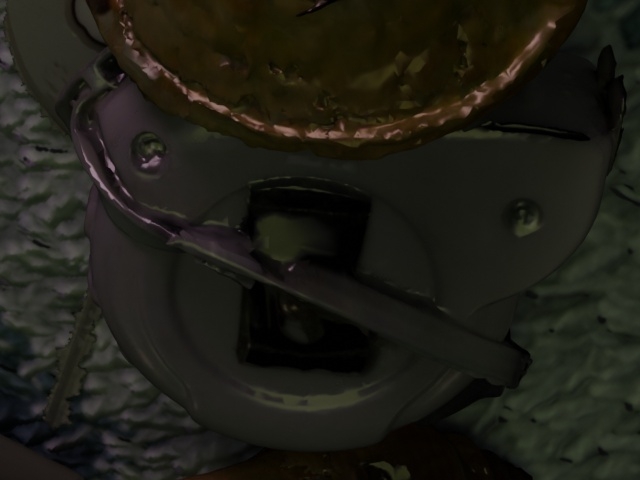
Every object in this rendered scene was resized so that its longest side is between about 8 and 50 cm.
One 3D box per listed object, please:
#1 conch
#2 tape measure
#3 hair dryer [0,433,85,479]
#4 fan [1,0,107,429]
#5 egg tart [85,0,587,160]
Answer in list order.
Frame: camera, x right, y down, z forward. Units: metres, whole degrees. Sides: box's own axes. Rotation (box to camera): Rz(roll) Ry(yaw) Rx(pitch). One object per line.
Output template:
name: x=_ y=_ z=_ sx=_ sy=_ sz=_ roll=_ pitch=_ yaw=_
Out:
conch: x=-0.012 y=0.132 z=0.903 sx=0.232 sy=0.086 sz=0.080 roll=-22 pitch=130 yaw=-21
tape measure: x=0.000 y=0.000 z=0.846 sx=0.236 sy=0.120 sz=0.197 roll=5 pitch=121 yaw=-1
hair dryer: x=-0.261 y=0.213 z=0.843 sx=0.203 sy=0.362 sz=0.128 roll=27 pitch=142 yaw=-6
fan: x=-0.076 y=-0.045 z=0.894 sx=0.190 sy=0.009 sz=0.329 roll=23 pitch=113 yaw=-4
egg tart: x=0.008 y=-0.131 z=0.758 sx=0.212 sy=0.213 sz=0.090 roll=1 pitch=153 yaw=5
